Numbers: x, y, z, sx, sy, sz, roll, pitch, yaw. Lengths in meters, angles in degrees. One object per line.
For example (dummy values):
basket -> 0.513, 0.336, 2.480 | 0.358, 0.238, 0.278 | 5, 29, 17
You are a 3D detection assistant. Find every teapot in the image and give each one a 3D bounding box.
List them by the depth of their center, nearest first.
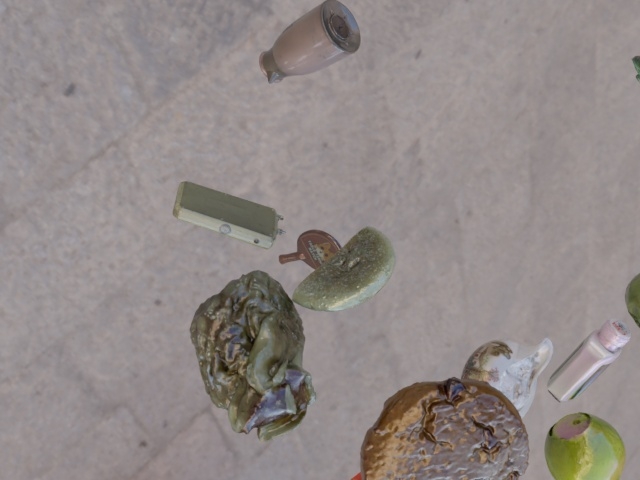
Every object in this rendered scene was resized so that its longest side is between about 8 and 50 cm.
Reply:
teapot -> 0.402, 0.334, 2.060 | 0.204, 0.139, 0.298 | 41, 72, -35

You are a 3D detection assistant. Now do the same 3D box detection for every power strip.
power strip -> -0.130, -0.035, 1.347 | 0.169, 0.076, 0.028 | 19, 127, -13

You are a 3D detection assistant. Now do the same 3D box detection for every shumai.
shumai -> -0.084, 0.191, 1.417 | 0.189, 0.218, 0.256 | -28, 135, -15

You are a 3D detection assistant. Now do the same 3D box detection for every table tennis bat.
table tennis bat -> 0.000, 0.000, 2.022 | 0.107, 0.170, 0.119 | 61, 41, -20

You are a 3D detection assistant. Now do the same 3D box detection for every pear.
pear -> 0.624, 0.512, 2.161 | 0.187, 0.187, 0.219 | -39, 109, -20

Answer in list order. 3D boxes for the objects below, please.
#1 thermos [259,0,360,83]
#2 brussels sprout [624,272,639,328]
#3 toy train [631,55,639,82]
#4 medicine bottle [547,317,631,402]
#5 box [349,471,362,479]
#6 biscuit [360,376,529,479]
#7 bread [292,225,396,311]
thermos -> -0.027, -0.367, 1.711 | 0.105, 0.193, 0.137 | 33, 51, -34
brussels sprout -> 0.574, 0.105, 1.448 | 0.161, 0.180, 0.144 | 27, 105, -43
toy train -> 0.574, -0.206, 1.365 | 0.116, 0.177, 0.285 | -37, 141, 27
medicine bottle -> 0.610, 0.268, 2.088 | 0.115, 0.078, 0.219 | -16, 146, -49
box -> 0.173, 0.450, 1.801 | 0.139, 0.035, 0.245 | 36, 114, -30
biscuit -> 0.198, 0.352, 1.465 | 0.296, 0.075, 0.296 | -4, 116, -7
bread -> 0.054, 0.052, 1.483 | 0.193, 0.112, 0.036 | -41, 135, -22
